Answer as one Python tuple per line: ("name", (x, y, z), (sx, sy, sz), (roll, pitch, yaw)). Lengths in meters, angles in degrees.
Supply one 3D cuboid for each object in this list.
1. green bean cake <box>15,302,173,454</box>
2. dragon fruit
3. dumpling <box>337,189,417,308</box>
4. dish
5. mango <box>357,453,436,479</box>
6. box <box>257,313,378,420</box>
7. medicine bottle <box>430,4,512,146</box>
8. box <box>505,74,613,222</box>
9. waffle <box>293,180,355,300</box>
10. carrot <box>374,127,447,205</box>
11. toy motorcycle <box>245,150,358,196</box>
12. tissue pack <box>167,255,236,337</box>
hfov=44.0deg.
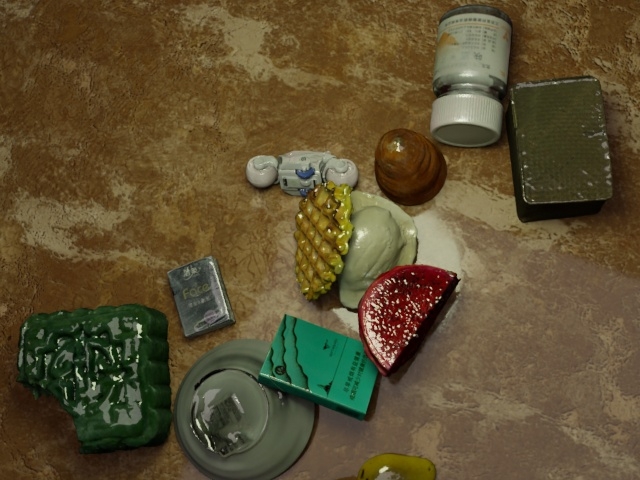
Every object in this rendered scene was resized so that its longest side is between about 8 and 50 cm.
("green bean cake", (-0.479, 0.297, 1.682), (0.301, 0.169, 0.307), (-8, 77, 7))
("dragon fruit", (0.166, 0.147, 1.608), (0.189, 0.163, 0.261), (48, 69, -11))
("dumpling", (0.115, 0.023, 1.683), (0.180, 0.131, 0.251), (6, 86, -14))
("dish", (-0.174, 0.353, 1.643), (0.317, 0.106, 0.316), (-3, 77, 12))
("mango", (0.154, 0.477, 1.588), (0.161, 0.076, 0.103), (-9, 69, -2))
("box", (0.004, 0.256, 1.626), (0.227, 0.042, 0.160), (20, 49, 2))
("medicine bottle", (0.324, -0.353, 1.713), (0.165, 0.165, 0.273), (6, 76, 10))
("box", (0.496, -0.189, 1.659), (0.184, 0.143, 0.273), (-5, 75, 8))
("waffle", (0.000, 0.000, 1.664), (0.059, 0.243, 0.237), (5, 66, -26))
("carrot", (0.178, -0.176, 1.669), (0.159, 0.225, 0.159), (-3, 76, 13))
("toy motorcycle", (-0.039, -0.159, 1.769), (0.255, 0.112, 0.112), (4, 77, 9))
("tissue pack", (-0.264, 0.125, 1.749), (0.112, 0.051, 0.156), (-20, 75, 5))
